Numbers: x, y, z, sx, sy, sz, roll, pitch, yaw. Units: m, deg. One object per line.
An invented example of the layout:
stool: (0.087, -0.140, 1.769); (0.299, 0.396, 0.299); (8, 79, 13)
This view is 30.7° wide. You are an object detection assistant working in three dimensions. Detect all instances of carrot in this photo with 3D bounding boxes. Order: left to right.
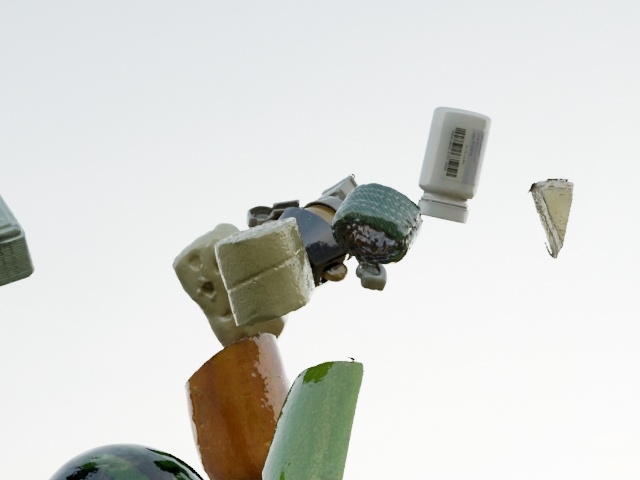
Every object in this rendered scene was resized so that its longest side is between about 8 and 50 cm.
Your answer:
carrot: (-0.133, 0.348, 2.092); (0.214, 0.331, 0.193); (-22, -5, 43)

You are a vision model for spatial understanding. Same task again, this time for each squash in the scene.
squash: (-0.022, 0.314, 1.639); (0.111, 0.289, 0.203); (14, -43, 0)

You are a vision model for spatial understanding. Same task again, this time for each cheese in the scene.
cheese: (-0.171, 0.107, 2.271); (0.159, 0.093, 0.263); (-35, -90, 21)

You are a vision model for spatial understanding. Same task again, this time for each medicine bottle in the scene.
medicine bottle: (0.223, -0.127, 1.975); (0.102, 0.187, 0.103); (11, 2, 0)

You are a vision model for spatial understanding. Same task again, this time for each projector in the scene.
projector: (-0.573, 0.012, 1.711); (0.256, 0.192, 0.099); (-19, -58, -21)

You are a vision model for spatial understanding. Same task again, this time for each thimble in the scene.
thimble: (0.091, -0.024, 1.887); (0.135, 0.090, 0.118); (21, -39, 16)

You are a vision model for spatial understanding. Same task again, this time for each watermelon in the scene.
watermelon: (-0.263, 0.429, 1.624); (0.285, 0.285, 0.285); (2, -34, 2)

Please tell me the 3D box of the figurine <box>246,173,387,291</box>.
figurine: (-0.003, -0.003, 2.086); (0.308, 0.308, 0.143); (-5, -64, 12)

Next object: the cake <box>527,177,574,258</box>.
cake: (0.371, -0.034, 1.820); (0.065, 0.121, 0.052); (-5, -21, -14)

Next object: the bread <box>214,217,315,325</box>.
bread: (-0.083, 0.048, 1.827); (0.134, 0.148, 0.141); (-12, -81, 25)
